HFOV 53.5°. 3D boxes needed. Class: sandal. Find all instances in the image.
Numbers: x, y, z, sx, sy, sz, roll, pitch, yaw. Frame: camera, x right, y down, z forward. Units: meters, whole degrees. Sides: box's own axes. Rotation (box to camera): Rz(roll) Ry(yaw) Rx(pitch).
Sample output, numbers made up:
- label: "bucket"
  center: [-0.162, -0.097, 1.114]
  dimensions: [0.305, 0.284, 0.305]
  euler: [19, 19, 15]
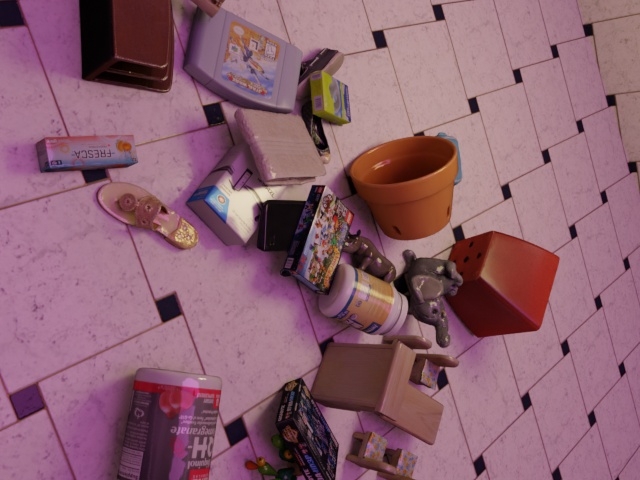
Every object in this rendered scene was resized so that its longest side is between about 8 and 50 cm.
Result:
- label: "sandal"
  center: [-0.347, -0.057, 1.345]
  dimensions: [0.240, 0.079, 0.088]
  euler: [34, 64, -32]

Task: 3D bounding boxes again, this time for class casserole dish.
- label: "casserole dish"
  center: [0.415, -0.260, 2.049]
  dimensions: [0.114, 0.037, 0.188]
  euler: [-4, 86, -41]

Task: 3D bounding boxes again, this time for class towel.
- label: "towel"
  center: [-0.092, -0.224, 1.529]
  dimensions: [0.282, 0.049, 0.187]
  euler: [-11, 74, -61]

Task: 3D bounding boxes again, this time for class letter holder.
- label: "letter holder"
  center: [-0.373, -0.485, 1.333]
  dimensions: [0.215, 0.152, 0.301]
  euler: [0, 84, -42]

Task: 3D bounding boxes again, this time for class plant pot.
- label: "plant pot"
  center: [0.533, 0.120, 1.970]
  dimensions: [0.236, 0.267, 0.267]
  euler: [35, 63, -19]
- label: "plant pot"
  center: [0.243, -0.136, 1.750]
  dimensions: [0.291, 0.291, 0.203]
  euler: [-41, 128, -36]

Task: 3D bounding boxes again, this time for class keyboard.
- label: "keyboard"
  center: [-0.048, 0.001, 1.580]
  dimensions: [0.317, 0.033, 0.201]
  euler: [-1, 95, -54]

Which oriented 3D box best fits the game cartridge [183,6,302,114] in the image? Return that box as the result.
- label: "game cartridge"
  center: [-0.180, -0.428, 1.543]
  dimensions: [0.297, 0.062, 0.198]
  euler: [17, 69, -34]

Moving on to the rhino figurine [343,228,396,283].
- label: "rhino figurine"
  center: [0.122, 0.051, 1.734]
  dimensions: [0.243, 0.073, 0.106]
  euler: [46, 64, -29]

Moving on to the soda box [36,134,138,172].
- label: "soda box"
  center: [-0.465, -0.175, 1.274]
  dimensions: [0.183, 0.058, 0.062]
  euler: [-10, 91, -40]

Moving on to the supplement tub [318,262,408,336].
- label: "supplement tub"
  center: [0.111, 0.159, 1.644]
  dimensions: [0.200, 0.144, 0.144]
  euler: [26, 68, -22]

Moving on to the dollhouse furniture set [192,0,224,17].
- label: "dollhouse furniture set"
  center: [-0.249, -0.615, 1.421]
  dimensions: [0.144, 0.123, 0.151]
  euler: [37, 33, -23]

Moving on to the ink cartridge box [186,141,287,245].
- label: "ink cartridge box"
  center: [-0.189, -0.111, 1.482]
  dimensions: [0.148, 0.086, 0.203]
  euler: [48, 57, -26]

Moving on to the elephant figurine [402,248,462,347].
- label: "elephant figurine"
  center: [0.301, 0.162, 1.806]
  dimensions: [0.239, 0.186, 0.169]
  euler: [-52, 132, -42]

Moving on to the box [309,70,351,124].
- label: "box"
  center: [0.032, -0.374, 1.692]
  dimensions: [0.178, 0.043, 0.108]
  euler: [3, 81, -62]

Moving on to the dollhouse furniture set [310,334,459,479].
- label: "dollhouse furniture set"
  center: [0.212, 0.416, 1.645]
  dimensions: [0.394, 0.257, 0.362]
  euler: [36, 63, -32]

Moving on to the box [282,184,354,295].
- label: "box"
  center: [0.000, 0.000, 1.583]
  dimensions: [0.159, 0.044, 0.233]
  euler: [40, 62, -49]

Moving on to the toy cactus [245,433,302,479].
- label: "toy cactus"
  center: [-0.082, 0.552, 1.499]
  dimensions: [0.181, 0.112, 0.218]
  euler: [-14, 91, -59]

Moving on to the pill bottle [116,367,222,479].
- label: "pill bottle"
  center: [-0.303, 0.420, 1.259]
  dimensions: [0.176, 0.176, 0.318]
  euler: [17, 74, -38]

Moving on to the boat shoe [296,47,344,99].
- label: "boat shoe"
  center: [-0.020, -0.450, 1.702]
  dimensions: [0.065, 0.075, 0.206]
  euler: [34, 60, 17]

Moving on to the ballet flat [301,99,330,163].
- label: "ballet flat"
  center: [-0.008, -0.286, 1.682]
  dimensions: [0.058, 0.049, 0.173]
  euler: [-24, 100, -39]

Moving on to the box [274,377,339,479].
- label: "box"
  center: [-0.027, 0.464, 1.509]
  dimensions: [0.220, 0.051, 0.175]
  euler: [63, 13, -16]
